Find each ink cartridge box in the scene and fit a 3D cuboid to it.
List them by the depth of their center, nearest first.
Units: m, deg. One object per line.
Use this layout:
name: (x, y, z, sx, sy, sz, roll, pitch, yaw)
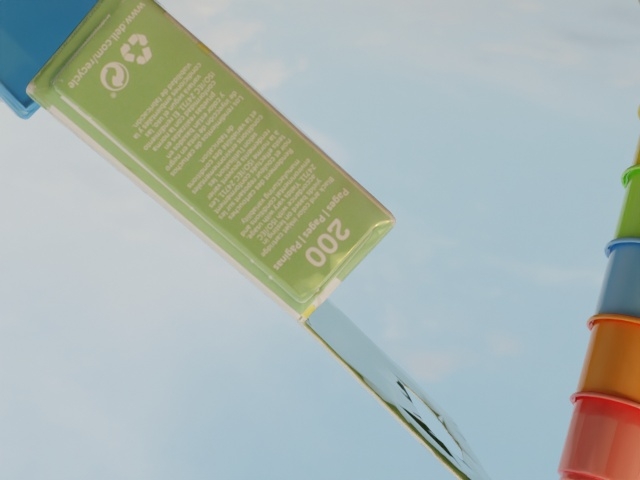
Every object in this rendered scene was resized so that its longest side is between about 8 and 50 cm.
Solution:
ink cartridge box: (0.000, 0.000, 0.481, 0.235, 0.056, 0.171, 41, -177, -9)

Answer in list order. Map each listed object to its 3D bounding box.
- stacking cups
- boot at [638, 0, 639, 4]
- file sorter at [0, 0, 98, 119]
stacking cups: (0.259, 0.046, 0.939, 0.096, 0.316, 0.096, 16, 164, 4)
boot: (0.268, -0.208, 0.699, 0.203, 0.262, 0.095, -25, 168, 36)
file sorter: (-0.173, -0.164, 0.601, 0.118, 0.170, 0.104, -47, -155, -12)
